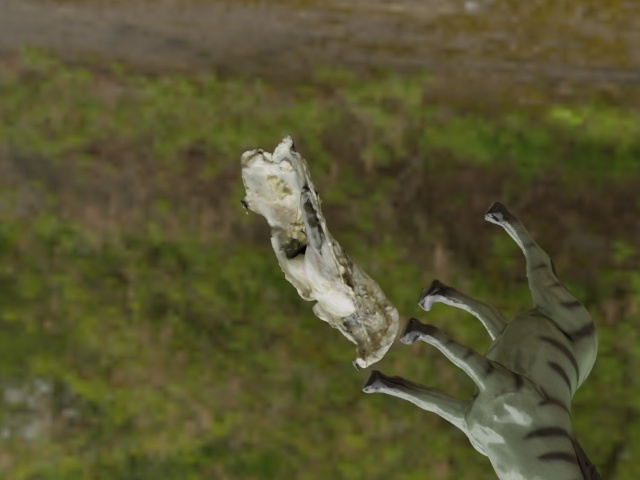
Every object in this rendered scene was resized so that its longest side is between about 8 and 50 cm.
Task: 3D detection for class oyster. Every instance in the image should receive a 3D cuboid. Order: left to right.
[{"bbox_3d":[-0.003,0.001,1.534,0.106,0.200,0.061,17,-137,44],"label":"oyster"}]

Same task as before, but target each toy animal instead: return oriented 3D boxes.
[{"bbox_3d":[0.127,0.093,1.156,0.176,0.217,0.073,34,138,0],"label":"toy animal"}]
